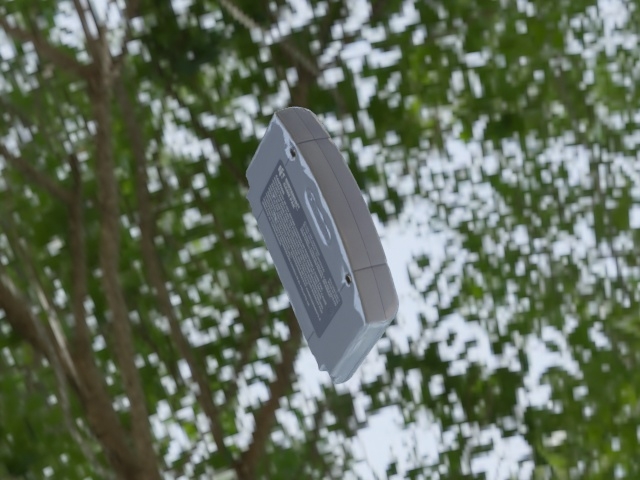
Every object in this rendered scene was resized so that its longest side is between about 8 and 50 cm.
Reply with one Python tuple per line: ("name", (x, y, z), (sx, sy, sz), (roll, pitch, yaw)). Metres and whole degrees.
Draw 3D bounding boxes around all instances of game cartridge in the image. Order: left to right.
("game cartridge", (0.000, 0.000, 0.561), (0.017, 0.056, 0.083), (-14, -114, -22))
